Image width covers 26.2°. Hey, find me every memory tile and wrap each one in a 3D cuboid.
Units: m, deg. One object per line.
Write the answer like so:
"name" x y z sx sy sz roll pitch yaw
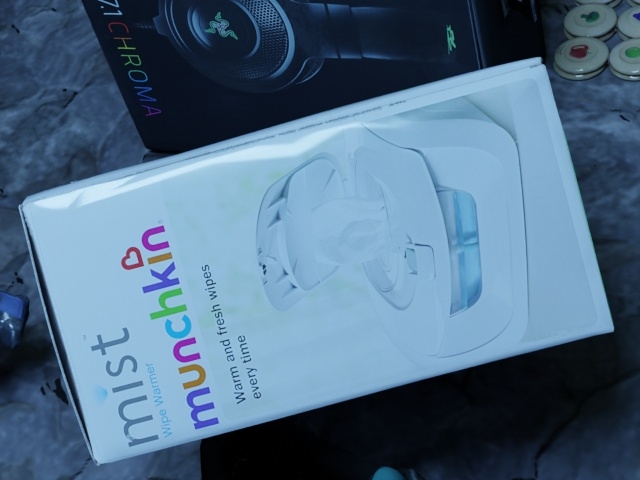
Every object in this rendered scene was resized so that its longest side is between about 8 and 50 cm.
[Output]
"memory tile" 0.227 -0.163 0.953 0.113 0.012 0.148 3 49 20

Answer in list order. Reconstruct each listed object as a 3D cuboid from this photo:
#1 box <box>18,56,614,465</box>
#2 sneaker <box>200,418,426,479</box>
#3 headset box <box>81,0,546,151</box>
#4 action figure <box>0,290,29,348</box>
"box" 0.000 0.000 0.692 0.231 0.126 0.262 -16 3 2
"sneaker" 0.044 0.180 0.607 0.108 0.121 0.302 -42 50 -21
"headset box" 0.001 -0.174 0.872 0.283 0.246 0.131 7 49 21
"action figure" -0.366 0.070 0.811 0.341 0.178 0.330 25 50 5
